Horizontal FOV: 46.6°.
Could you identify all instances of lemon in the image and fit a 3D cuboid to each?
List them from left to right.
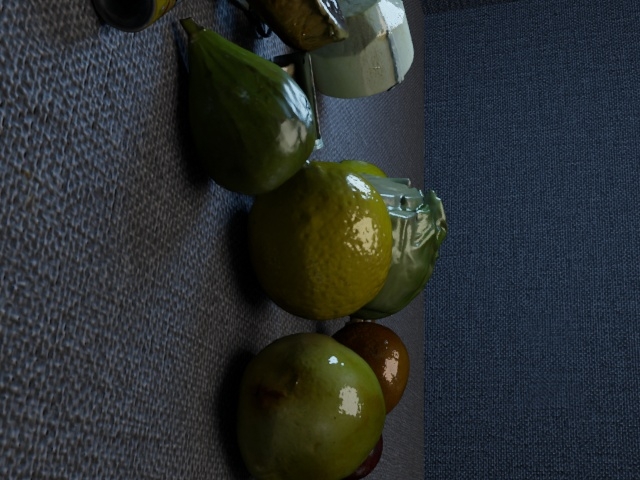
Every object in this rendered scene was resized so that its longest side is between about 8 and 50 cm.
[{"bbox_3d":[0.000,0.002,1.556,0.336,0.335,0.336,-4,90,-73],"label":"lemon"}]

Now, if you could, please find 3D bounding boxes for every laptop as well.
[{"bbox_3d":[-0.058,-0.327,1.678,0.269,0.015,0.188,-151,-128,-68],"label":"laptop"}]

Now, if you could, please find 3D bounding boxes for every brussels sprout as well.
[{"bbox_3d":[0.132,0.025,1.946,0.425,0.342,0.361,-20,129,-59],"label":"brussels sprout"}]

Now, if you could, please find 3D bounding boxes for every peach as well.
[{"bbox_3d":[-0.018,0.336,1.481,0.316,0.281,0.314,63,33,-35],"label":"peach"}]

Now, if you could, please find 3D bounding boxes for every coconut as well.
[{"bbox_3d":[0.095,-0.532,2.021,0.323,0.322,0.323,-4,90,-73],"label":"coconut"}]

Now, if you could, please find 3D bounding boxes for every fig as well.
[{"bbox_3d":[-0.125,-0.243,1.336,0.233,0.233,0.314,-51,140,-66],"label":"fig"}]

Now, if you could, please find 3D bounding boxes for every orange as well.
[{"bbox_3d":[0.122,0.352,1.990,0.264,0.264,0.264,-4,90,-73],"label":"orange"}]

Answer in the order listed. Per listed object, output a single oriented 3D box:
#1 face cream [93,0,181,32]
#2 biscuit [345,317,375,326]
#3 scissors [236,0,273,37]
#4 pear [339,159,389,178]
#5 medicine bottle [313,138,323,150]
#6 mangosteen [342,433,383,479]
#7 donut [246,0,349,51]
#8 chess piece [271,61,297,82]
[{"bbox_3d":[-0.243,-0.439,1.199,0.349,0.104,0.105,-69,150,-54],"label":"face cream"},{"bbox_3d":[0.133,0.242,2.388,0.295,0.044,0.186,5,84,-72],"label":"biscuit"},{"bbox_3d":[-0.164,-0.516,1.612,0.300,0.022,0.109,-10,93,-72],"label":"scissors"},{"bbox_3d":[0.151,-0.064,2.254,0.340,0.191,0.387,54,36,-60],"label":"pear"},{"bbox_3d":[-0.048,-0.336,1.873,0.074,0.073,0.218,-54,135,-64],"label":"medicine bottle"},{"bbox_3d":[0.025,0.499,1.763,0.258,0.215,0.215,-55,156,-3],"label":"mangosteen"},{"bbox_3d":[-0.073,-0.532,1.576,0.330,0.159,0.330,56,15,-23],"label":"donut"},{"bbox_3d":[-0.094,-0.232,1.635,0.124,0.138,0.307,-20,113,-35],"label":"chess piece"}]
